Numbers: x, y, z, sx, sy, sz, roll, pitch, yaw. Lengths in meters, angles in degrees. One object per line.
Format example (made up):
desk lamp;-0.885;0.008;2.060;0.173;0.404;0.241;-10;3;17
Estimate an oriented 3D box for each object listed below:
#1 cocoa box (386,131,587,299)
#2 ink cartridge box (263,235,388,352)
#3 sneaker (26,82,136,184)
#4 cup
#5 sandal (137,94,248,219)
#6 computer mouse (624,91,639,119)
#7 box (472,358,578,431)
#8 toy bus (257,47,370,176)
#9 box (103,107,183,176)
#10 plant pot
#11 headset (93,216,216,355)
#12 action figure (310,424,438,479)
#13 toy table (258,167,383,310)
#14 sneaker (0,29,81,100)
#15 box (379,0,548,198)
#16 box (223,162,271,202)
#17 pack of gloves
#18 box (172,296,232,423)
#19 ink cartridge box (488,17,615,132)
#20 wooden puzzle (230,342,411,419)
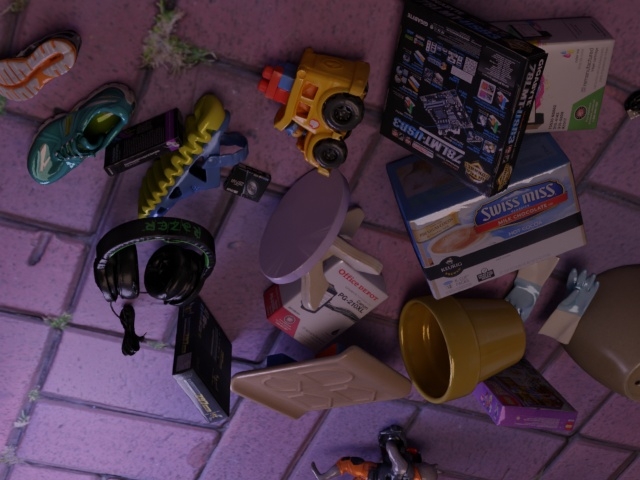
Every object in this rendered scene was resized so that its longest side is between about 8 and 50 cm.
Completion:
cocoa box;0.347;-0.078;1.845;0.347;0.231;0.228;-20;126;5
ink cartridge box;0.012;0.126;2.023;0.237;0.100;0.172;-40;124;19
sneaker;-0.471;-0.199;1.690;0.275;0.110;0.107;-37;124;18
cup;0.789;0.260;2.176;0.331;0.237;0.331;-4;127;-6
sandal;-0.258;-0.138;1.770;0.138;0.126;0.317;28;119;-32
computer mouse;0.790;-0.234;1.907;0.188;0.072;0.272;-26;126;9
box;0.478;0.373;2.171;0.201;0.293;0.057;8;106;-15
toy bus;-0.024;-0.262;1.711;0.211;0.149;0.220;17;126;-6
box;-0.347;-0.193;1.712;0.162;0.116;0.029;-20;128;6
plant pot;0.349;0.241;2.097;0.239;0.254;0.254;-10;129;-23
headset;-0.370;0.095;1.867;0.243;0.185;0.394;6;148;-26
action figure;0.174;0.689;2.435;0.330;0.178;0.341;-13;126;12
toy table;0.000;0.000;1.856;0.274;0.252;0.161;-54;135;-10
sneaker;-0.523;-0.325;1.610;0.215;0.083;0.084;-15;125;24
box;0.259;-0.275;1.658;0.073;0.295;0.293;-25;137;-36
box;-0.156;-0.124;1.858;0.083;0.018;0.067;21;120;-24
pack of gloves;0.555;0.146;2.125;0.195;0.046;0.232;19;124;4
box;-0.267;0.273;2.002;0.059;0.232;0.183;-18;128;11
ink cartridge box;0.418;-0.325;1.744;0.278;0.117;0.201;-5;127;-6
wooden puzzle;0.003;0.334;2.123;0.348;0.080;0.322;-19;147;26
